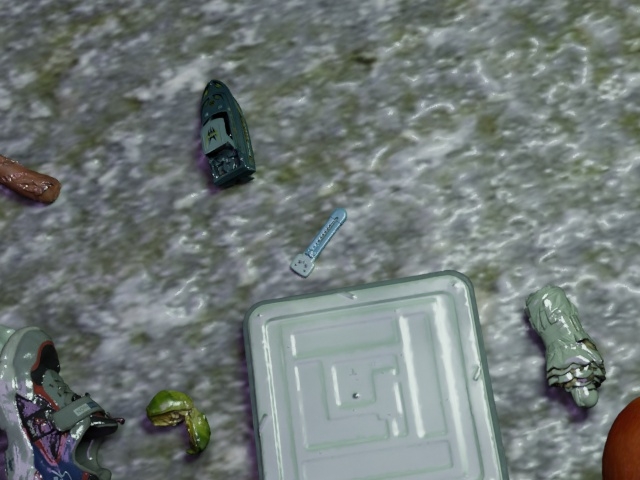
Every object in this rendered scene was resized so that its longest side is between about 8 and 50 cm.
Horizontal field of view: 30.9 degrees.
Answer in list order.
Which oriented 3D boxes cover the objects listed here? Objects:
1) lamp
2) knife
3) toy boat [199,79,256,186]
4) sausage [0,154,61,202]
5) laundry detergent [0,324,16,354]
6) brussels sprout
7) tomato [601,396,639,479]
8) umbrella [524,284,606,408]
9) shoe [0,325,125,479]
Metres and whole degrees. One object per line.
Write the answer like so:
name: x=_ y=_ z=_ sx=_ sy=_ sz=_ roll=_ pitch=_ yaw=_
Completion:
lamp: x=0.056 y=0.179 z=1.289 sx=0.269 sy=0.047 sz=0.266 roll=-10 pitch=70 yaw=5
knife: x=0.000 y=0.000 z=1.374 sx=0.027 sy=0.010 sz=0.096 roll=34 pitch=80 yaw=16
toy boat: x=-0.119 y=-0.136 z=1.412 sx=0.055 sy=0.060 sz=0.141 roll=-26 pitch=63 yaw=26
sausage: x=-0.395 y=-0.089 z=1.450 sx=0.158 sy=0.042 sz=0.036 roll=27 pitch=116 yaw=17
laundry detergent: x=-0.444 y=0.222 z=1.334 sx=0.143 sy=0.094 sz=0.289 roll=22 pitch=74 yaw=21
brussels sprout: x=-0.157 y=0.204 z=1.320 sx=0.083 sy=0.046 sz=0.051 roll=39 pitch=78 yaw=8
tomato: x=0.440 y=0.247 z=1.069 sx=0.341 sy=0.341 sz=0.272 roll=-9 pitch=86 yaw=6
umbrella: x=0.270 y=0.117 z=1.270 sx=0.067 sy=0.062 sz=0.143 roll=-10 pitch=65 yaw=-15
shoe: x=-0.290 y=0.200 z=1.304 sx=0.126 sy=0.099 sz=0.227 roll=-14 pitch=76 yaw=12
